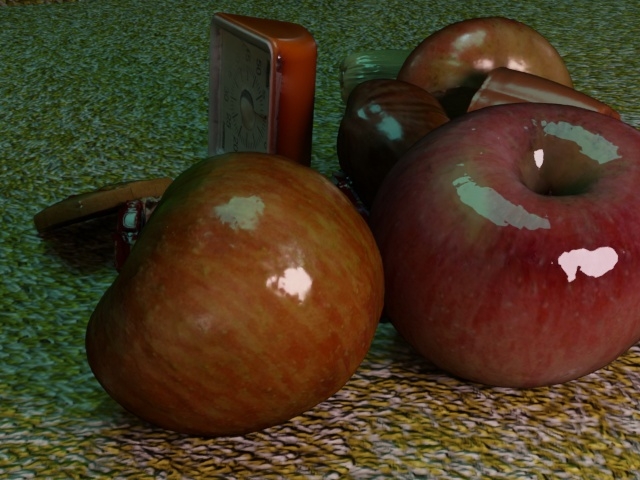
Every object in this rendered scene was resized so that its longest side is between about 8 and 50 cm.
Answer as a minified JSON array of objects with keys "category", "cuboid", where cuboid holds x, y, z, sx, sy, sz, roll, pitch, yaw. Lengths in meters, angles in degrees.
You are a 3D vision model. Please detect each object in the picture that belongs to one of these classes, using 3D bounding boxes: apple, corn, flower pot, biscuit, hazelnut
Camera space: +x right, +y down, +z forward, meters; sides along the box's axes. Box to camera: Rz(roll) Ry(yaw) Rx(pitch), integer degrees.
[{"category":"apple","cuboid":[0.255,-0.262,1.630,0.292,0.163,0.251,3,-15,-8]},{"category":"corn","cuboid":[0.185,-0.307,1.898,0.305,0.122,0.123,-7,7,-11]},{"category":"flower pot","cuboid":[0.312,-0.137,1.408,0.173,0.191,0.190,17,32,38]},{"category":"apple","cuboid":[0.220,0.015,1.091,0.344,0.269,0.345,2,45,-2]},{"category":"biscuit","cuboid":[-0.315,-0.054,1.424,0.212,0.041,0.238,-15,2,-1]},{"category":"apple","cuboid":[-0.078,0.065,1.010,0.250,0.309,0.277,32,61,-13]},{"category":"hazelnut","cuboid":[0.105,-0.126,1.457,0.210,0.186,0.210,10,52,-12]}]

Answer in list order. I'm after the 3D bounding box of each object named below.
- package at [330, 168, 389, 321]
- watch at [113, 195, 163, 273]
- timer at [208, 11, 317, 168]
[{"category":"package","cuboid":[0.000,0.000,1.286,0.194,0.071,0.269,-9,40,-3]},{"category":"watch","cuboid":[-0.139,0.006,1.342,0.268,0.102,0.165,7,33,2]},{"category":"timer","cuboid":[-0.082,-0.206,1.578,0.161,0.258,0.250,-1,23,-12]}]
